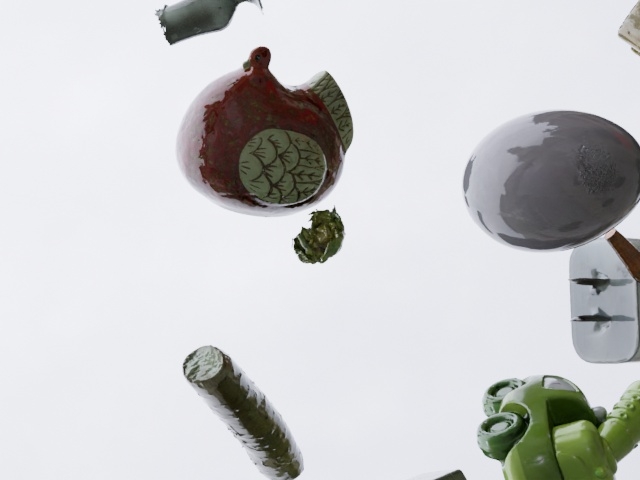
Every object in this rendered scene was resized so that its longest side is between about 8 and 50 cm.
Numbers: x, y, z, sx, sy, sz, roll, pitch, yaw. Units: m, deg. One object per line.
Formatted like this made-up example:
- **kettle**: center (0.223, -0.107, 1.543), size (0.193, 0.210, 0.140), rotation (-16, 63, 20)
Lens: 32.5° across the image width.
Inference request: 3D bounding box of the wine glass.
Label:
- **wine glass**: center (-0.087, -0.180, 0.858), size (0.083, 0.042, 0.039), rotation (-20, -66, -3)

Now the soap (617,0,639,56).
- **soap**: center (0.499, -0.233, 1.293), size (0.080, 0.257, 0.160), rotation (17, -67, -52)

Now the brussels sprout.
- **brussels sprout**: center (0.000, 0.000, 1.512), size (0.085, 0.085, 0.058), rotation (-47, -35, -10)

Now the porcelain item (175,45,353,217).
- **porcelain item**: center (-0.078, -0.158, 1.536), size (0.253, 0.253, 0.253), rotation (-9, -72, -28)

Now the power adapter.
- **power adapter**: center (0.457, 0.090, 1.638), size (0.255, 0.124, 0.187), rotation (2, -97, -38)

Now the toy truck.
- **toy truck**: center (0.285, 0.238, 1.271), size (0.187, 0.210, 0.148), rotation (-41, -66, -52)

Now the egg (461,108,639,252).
- **egg**: center (0.237, -0.061, 1.123), size (0.146, 0.198, 0.147), rotation (11, -103, -53)

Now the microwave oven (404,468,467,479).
- **microwave oven**: center (0.126, 0.567, 1.580), size (0.333, 0.247, 0.394), rotation (-19, -99, -20)

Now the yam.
- **yam**: center (-0.101, 0.254, 1.571), size (0.083, 0.083, 0.371), rotation (-42, -34, -13)

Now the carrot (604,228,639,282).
- **carrot**: center (0.429, 0.022, 1.522), size (0.032, 0.032, 0.093), rotation (-46, -75, -11)
